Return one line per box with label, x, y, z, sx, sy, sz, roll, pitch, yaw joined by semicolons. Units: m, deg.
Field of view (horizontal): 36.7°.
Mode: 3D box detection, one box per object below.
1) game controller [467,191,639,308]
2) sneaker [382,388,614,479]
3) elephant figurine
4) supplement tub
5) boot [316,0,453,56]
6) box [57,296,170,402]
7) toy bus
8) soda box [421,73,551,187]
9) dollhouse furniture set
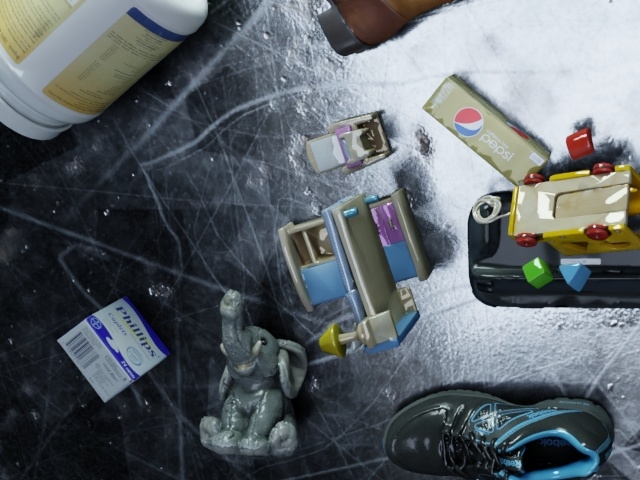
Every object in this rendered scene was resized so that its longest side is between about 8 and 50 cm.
game controller;0.365;0.013;1.352;0.319;0.067;0.167;0;89;17
sneaker;0.248;0.290;1.403;0.340;0.139;0.125;-8;97;19
elephant figurine;-0.095;0.210;1.495;0.169;0.186;0.240;6;78;-19
supplement tub;-0.346;-0.313;1.395;0.316;0.228;0.228;-35;91;22
boot;0.081;-0.405;1.267;0.280;0.096;0.264;-20;98;39
box;-0.331;0.172;1.558;0.072;0.137;0.126;-37;90;21
toy bus;0.335;-0.029;1.269;0.191;0.104;0.202;-46;43;13
soda box;0.232;-0.152;1.342;0.181;0.061;0.058;41;112;4
dollhouse furniture set;0.000;0.000;1.324;0.198;0.303;0.287;-17;98;20
